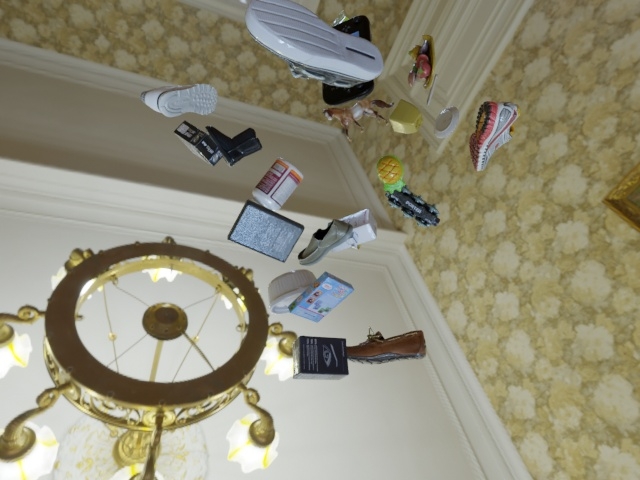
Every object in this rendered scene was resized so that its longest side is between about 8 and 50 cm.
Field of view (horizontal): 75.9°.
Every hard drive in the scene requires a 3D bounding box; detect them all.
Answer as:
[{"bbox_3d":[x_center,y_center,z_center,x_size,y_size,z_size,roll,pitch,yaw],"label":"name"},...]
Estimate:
[{"bbox_3d":[-0.114,-0.017,0.862,0.135,0.094,0.022,25,-164,-24],"label":"hard drive"}]

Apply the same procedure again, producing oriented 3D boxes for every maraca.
[{"bbox_3d":[0.338,-0.317,1.966,0.127,0.185,0.099,-13,-164,20],"label":"maraca"}]

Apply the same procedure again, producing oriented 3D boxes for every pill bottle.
[{"bbox_3d":[-0.173,-0.187,1.518,0.121,0.221,0.121,37,176,3],"label":"pill bottle"}]

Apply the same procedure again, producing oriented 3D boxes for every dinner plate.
[{"bbox_3d":[0.531,-0.505,1.748,0.017,0.141,0.141,15,-144,-30],"label":"dinner plate"}]

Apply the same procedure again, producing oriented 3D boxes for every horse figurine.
[{"bbox_3d":[0.159,-0.501,1.639,0.264,0.066,0.174,-28,-116,-9],"label":"horse figurine"}]

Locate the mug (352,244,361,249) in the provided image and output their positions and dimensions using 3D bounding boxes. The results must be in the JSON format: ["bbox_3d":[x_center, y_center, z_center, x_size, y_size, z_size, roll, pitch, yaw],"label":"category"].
[{"bbox_3d":[0.146,0.009,1.828,0.064,0.078,0.062,18,-151,23],"label":"mug"}]

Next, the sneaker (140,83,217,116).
[{"bbox_3d":[-0.394,-0.411,1.177,0.095,0.090,0.235,21,-154,24],"label":"sneaker"}]

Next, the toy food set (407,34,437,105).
[{"bbox_3d":[0.319,-0.559,1.322,0.071,0.128,0.217,1,-113,0],"label":"toy food set"}]

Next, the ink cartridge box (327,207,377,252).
[{"bbox_3d":[0.125,-0.041,1.664,0.082,0.191,0.139,61,-160,-24],"label":"ink cartridge box"}]

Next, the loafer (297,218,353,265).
[{"bbox_3d":[0.000,0.000,1.441,0.087,0.251,0.094,39,-148,-22],"label":"loafer"}]

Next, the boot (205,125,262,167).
[{"bbox_3d":[-0.440,-0.522,2.102,0.207,0.094,0.246,-36,-88,-12],"label":"boot"}]

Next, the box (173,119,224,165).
[{"bbox_3d":[-0.539,-0.431,1.823,0.180,0.147,0.077,35,-100,30],"label":"box"}]

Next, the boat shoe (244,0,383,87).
[{"bbox_3d":[-0.017,-0.388,0.867,0.336,0.119,0.120,6,-109,-37],"label":"boat shoe"}]

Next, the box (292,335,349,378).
[{"bbox_3d":[-0.001,0.477,1.661,0.207,0.108,0.153,9,-122,-18],"label":"box"}]

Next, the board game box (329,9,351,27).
[{"bbox_3d":[0.080,-0.854,1.637,0.043,0.092,0.181,34,-151,-23],"label":"board game box"}]

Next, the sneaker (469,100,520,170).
[{"bbox_3d":[0.440,-0.256,1.044,0.093,0.225,0.087,-4,-117,3],"label":"sneaker"}]

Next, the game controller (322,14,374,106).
[{"bbox_3d":[0.082,-0.562,1.283,0.167,0.067,0.318,-8,-113,17],"label":"game controller"}]

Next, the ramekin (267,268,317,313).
[{"bbox_3d":[-0.128,0.239,1.946,0.273,0.273,0.127,-5,-118,-35],"label":"ramekin"}]

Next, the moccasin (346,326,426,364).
[{"bbox_3d":[0.261,0.453,1.782,0.139,0.381,0.146,45,-143,-56],"label":"moccasin"}]

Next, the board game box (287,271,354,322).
[{"bbox_3d":[0.003,0.222,1.577,0.160,0.211,0.039,30,-156,-41],"label":"board game box"}]

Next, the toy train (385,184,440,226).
[{"bbox_3d":[0.485,-0.192,2.178,0.334,0.142,0.190,34,-164,-3],"label":"toy train"}]

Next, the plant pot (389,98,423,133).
[{"bbox_3d":[0.290,-0.402,1.356,0.083,0.081,0.081,30,176,30],"label":"plant pot"}]
